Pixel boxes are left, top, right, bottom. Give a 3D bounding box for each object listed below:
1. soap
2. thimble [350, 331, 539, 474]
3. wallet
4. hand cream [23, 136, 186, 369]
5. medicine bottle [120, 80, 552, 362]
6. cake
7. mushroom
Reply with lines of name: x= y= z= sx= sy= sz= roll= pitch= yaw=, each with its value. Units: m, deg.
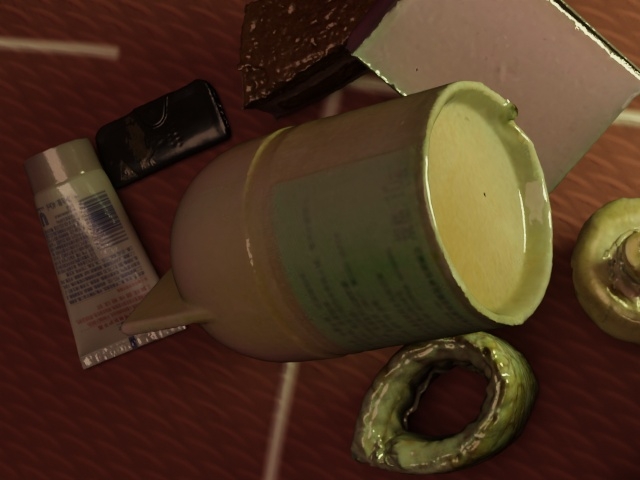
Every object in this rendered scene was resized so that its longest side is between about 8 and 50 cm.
soap: x=0.178 y=-0.182 z=1.467 sx=0.259 sy=0.081 sz=0.181 roll=37 pitch=101 yaw=-17
thimble: x=0.124 y=0.171 z=1.475 sx=0.190 sy=0.143 sz=0.137 roll=-37 pitch=76 yaw=9
wallet: x=-0.182 y=-0.122 z=1.660 sx=0.156 sy=0.018 sz=0.082 roll=-22 pitch=80 yaw=14
hand cream: x=-0.252 y=0.009 z=1.644 sx=0.133 sy=0.083 sz=0.248 roll=-20 pitch=90 yaw=14
medicine bottle: x=0.000 y=0.000 z=1.441 sx=0.406 sy=0.235 sz=0.236 roll=-13 pitch=80 yaw=36
cake: x=0.041 y=-0.238 z=1.555 sx=0.295 sy=0.116 sz=0.113 roll=-24 pitch=73 yaw=11
mushroom: x=0.327 y=0.030 z=1.444 sx=0.154 sy=0.122 sz=0.154 roll=-2 pitch=76 yaw=9
